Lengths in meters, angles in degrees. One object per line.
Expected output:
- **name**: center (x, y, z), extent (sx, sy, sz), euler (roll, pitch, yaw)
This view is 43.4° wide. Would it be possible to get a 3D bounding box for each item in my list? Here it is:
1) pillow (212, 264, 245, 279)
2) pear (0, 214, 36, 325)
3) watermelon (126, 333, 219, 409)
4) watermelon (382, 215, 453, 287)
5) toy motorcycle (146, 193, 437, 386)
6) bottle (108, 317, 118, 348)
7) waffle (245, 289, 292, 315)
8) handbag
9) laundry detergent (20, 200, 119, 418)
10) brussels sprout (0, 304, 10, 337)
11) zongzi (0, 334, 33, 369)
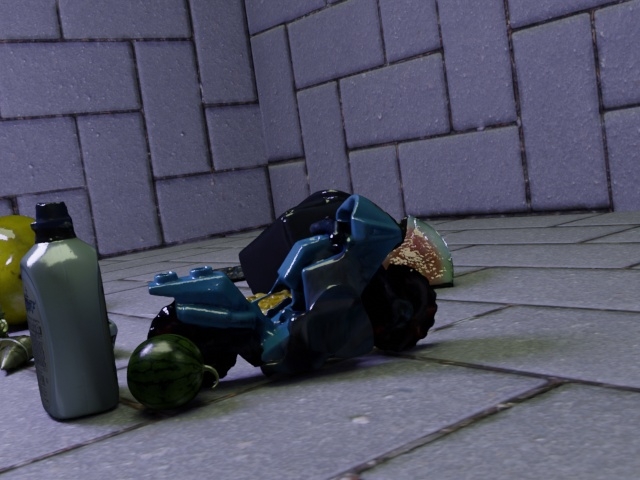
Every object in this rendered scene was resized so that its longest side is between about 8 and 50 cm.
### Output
- **pillow**: center (-0.233, 0.089, 2.288), extent (0.256, 0.034, 0.189), euler (-9, 5, -17)
- **pear**: center (-0.727, 0.076, 1.940), extent (0.294, 0.294, 0.294), euler (-8, 5, 1)
- **watermelon**: center (-0.190, 0.163, 1.014), extent (0.109, 0.109, 0.109), euler (-8, 5, 1)
- **watermelon**: center (0.198, 0.078, 1.720), extent (0.202, 0.136, 0.207), euler (-44, 41, -3)
- **toy motorcycle**: center (-0.040, 0.066, 1.125), extent (0.416, 0.232, 0.172), euler (-9, 8, -9)
- **bottle**: center (-0.452, 0.166, 1.476), extent (0.083, 0.083, 0.270), euler (-11, 6, -35)
- **waffle**: center (-0.116, 0.133, 1.493), extent (0.250, 0.056, 0.261), euler (-6, 1, 7)
- **handbag**: center (-0.002, -0.003, 1.673), extent (0.275, 0.178, 0.302), euler (-20, -9, -28)
- **laundry detergent**: center (-0.350, 0.086, 1.098), extent (0.105, 0.280, 0.215), euler (-11, 5, -21)
- **brussels sprout**: center (-0.739, 0.182, 1.674), extent (0.181, 0.100, 0.139), euler (-14, 4, -44)
- **zongzi**: center (-0.565, 0.209, 1.424), extent (0.104, 0.052, 0.113), euler (-14, 15, 23)
